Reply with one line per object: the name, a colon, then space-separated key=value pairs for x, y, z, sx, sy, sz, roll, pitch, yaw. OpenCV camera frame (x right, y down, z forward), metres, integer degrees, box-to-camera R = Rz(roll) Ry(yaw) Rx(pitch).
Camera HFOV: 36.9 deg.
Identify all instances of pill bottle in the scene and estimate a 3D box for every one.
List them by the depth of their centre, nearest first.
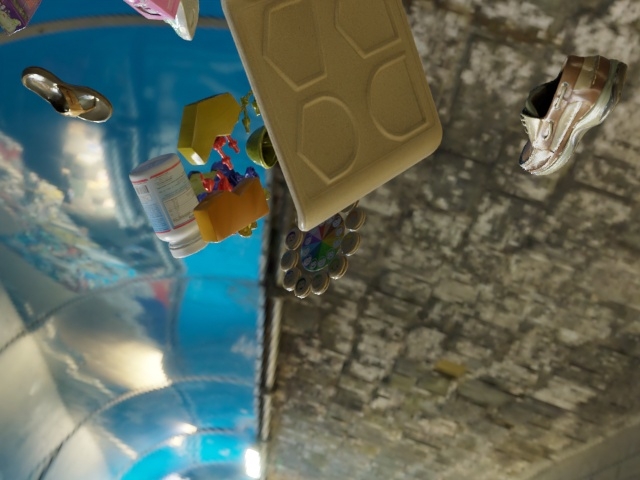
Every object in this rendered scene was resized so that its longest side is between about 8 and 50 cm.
pill bottle: x=-0.244 y=-0.056 z=1.580 sx=0.087 sy=0.087 sz=0.160 roll=-63 pitch=-45 yaw=-63

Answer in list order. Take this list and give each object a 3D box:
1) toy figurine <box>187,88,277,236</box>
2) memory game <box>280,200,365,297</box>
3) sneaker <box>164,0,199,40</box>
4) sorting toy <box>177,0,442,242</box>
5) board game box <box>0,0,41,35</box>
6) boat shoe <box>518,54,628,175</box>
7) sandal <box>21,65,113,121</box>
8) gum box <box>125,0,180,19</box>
toy figurine: x=-0.240 y=-0.147 z=2.074 sx=0.191 sy=0.217 sz=0.362 roll=56 pitch=-145 yaw=-32
memory game: x=0.000 y=0.000 z=1.450 sx=0.186 sy=0.012 sz=0.186 roll=-33 pitch=43 yaw=37
sneaker: x=-0.348 y=-0.511 z=1.993 sx=0.256 sy=0.151 sz=0.094 roll=67 pitch=-149 yaw=-65
sorting toy: x=-0.016 y=-0.130 z=0.838 sx=0.307 sy=0.041 sz=0.229 roll=-33 pitch=-66 yaw=-40
board game box: x=-0.615 y=-0.547 z=1.861 sx=0.346 sy=0.056 sz=0.208 roll=-99 pitch=-14 yaw=-59
boat shoe: x=0.417 y=-0.231 z=1.695 sx=0.324 sy=0.120 sz=0.122 roll=117 pitch=172 yaw=-62
sandal: x=-0.484 y=-0.267 z=1.815 sx=0.072 sy=0.180 sz=0.049 roll=-49 pitch=23 yaw=40
gum box: x=-0.284 y=-0.480 z=1.655 sx=0.107 sy=0.062 sz=0.188 roll=27 pitch=-106 yaw=-63
